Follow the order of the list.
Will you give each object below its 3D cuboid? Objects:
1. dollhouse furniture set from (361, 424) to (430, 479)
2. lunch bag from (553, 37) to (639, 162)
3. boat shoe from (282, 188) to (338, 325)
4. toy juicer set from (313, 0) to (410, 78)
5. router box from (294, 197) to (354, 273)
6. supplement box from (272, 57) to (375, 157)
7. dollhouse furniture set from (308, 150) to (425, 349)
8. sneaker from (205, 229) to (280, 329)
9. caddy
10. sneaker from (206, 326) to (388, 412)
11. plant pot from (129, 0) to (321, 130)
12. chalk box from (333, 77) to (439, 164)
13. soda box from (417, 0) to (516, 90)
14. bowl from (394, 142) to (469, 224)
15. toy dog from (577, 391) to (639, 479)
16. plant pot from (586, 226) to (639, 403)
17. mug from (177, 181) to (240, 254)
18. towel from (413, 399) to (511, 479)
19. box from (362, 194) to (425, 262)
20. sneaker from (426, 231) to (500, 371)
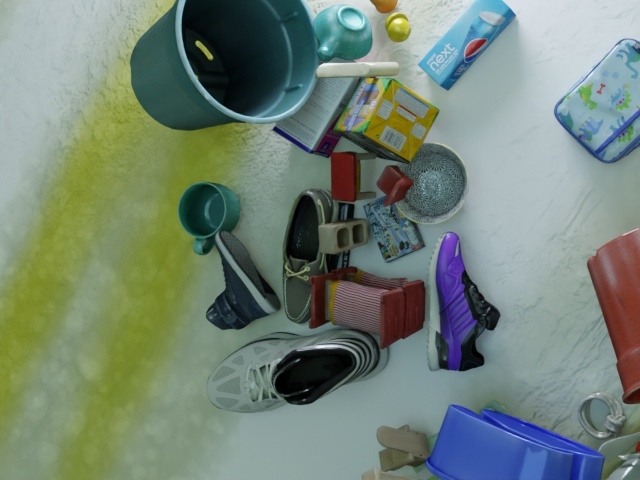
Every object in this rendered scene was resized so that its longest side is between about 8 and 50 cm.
[{"bbox_3d":[0.060,0.580,1.855,0.355,0.174,0.303,-35,47,36],"label":"dollhouse furniture set"},{"bbox_3d":[0.582,-0.266,1.722,0.219,0.090,0.176,-44,76,18],"label":"lunch bag"},{"bbox_3d":[-0.037,0.036,1.932,0.109,0.091,0.305,12,95,27],"label":"boat shoe"},{"bbox_3d":[0.085,-0.430,1.878,0.089,0.209,0.329,128,150,-56],"label":"toy juicer set"},{"bbox_3d":[0.000,0.000,1.993,0.133,0.046,0.179,7,92,23],"label":"router box"},{"bbox_3d":[0.010,-0.305,1.957,0.114,0.111,0.220,34,103,20],"label":"supplement box"},{"bbox_3d":[0.093,0.010,1.836,0.201,0.152,0.374,9,106,39],"label":"dollhouse furniture set"},{"bbox_3d":[-0.218,0.101,2.043,0.163,0.086,0.226,-29,98,22],"label":"sneaker"},{"bbox_3d":[0.359,0.438,1.668,0.341,0.241,0.179,16,89,49],"label":"caddy"},{"bbox_3d":[-0.099,0.280,1.918,0.447,0.257,0.169,-19,82,22],"label":"sneaker"},{"bbox_3d":[-0.230,-0.387,1.919,0.334,0.341,0.341,-9,85,55],"label":"plant pot"},{"bbox_3d":[0.126,-0.253,1.866,0.132,0.213,0.132,28,90,-23],"label":"chalk box"},{"bbox_3d":[0.305,-0.417,1.854,0.210,0.067,0.071,-48,72,17],"label":"soda box"},{"bbox_3d":[0.239,-0.117,1.872,0.170,0.080,0.170,0,89,24],"label":"bowl"},{"bbox_3d":[0.580,0.457,1.673,0.220,0.161,0.334,4,91,23],"label":"toy dog"},{"bbox_3d":[0.626,0.122,1.605,0.272,0.272,0.265,-26,64,21],"label":"plant pot"},{"bbox_3d":[-0.261,-0.060,2.080,0.129,0.097,0.158,46,107,17],"label":"mug"},{"bbox_3d":[0.354,0.525,1.839,0.248,0.038,0.325,-36,76,20],"label":"towel"},{"bbox_3d":[0.159,-0.031,1.934,0.094,0.027,0.137,-24,80,23],"label":"box"},{"bbox_3d":[0.300,0.128,1.840,0.146,0.102,0.293,2,95,19],"label":"sneaker"}]
